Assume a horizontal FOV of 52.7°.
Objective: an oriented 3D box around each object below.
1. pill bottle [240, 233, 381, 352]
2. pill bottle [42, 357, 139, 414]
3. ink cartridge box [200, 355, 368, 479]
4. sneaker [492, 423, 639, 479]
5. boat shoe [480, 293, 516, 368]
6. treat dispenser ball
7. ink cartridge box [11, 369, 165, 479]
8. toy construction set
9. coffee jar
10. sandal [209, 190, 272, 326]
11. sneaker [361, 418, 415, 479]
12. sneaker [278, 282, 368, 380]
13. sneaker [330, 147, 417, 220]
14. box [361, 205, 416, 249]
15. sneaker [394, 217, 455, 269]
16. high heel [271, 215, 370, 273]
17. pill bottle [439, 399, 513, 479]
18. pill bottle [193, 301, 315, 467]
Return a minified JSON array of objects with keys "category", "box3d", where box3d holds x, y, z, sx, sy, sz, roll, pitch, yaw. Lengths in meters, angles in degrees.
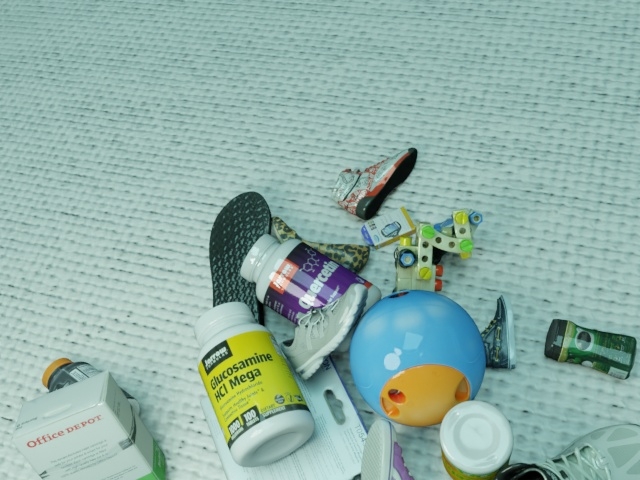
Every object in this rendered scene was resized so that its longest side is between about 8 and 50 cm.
[{"category":"pill bottle","box3d":[-0.027,0.117,1.562,0.323,0.181,0.181,31,69,10]},{"category":"pill bottle","box3d":[-0.573,0.384,1.586,0.245,0.130,0.130,27,68,26]},{"category":"ink cartridge box","box3d":[-0.072,0.443,1.481,0.330,0.071,0.324,-24,57,-7]},{"category":"sneaker","box3d":[0.479,0.474,1.230,0.447,0.257,0.169,-29,58,-6]},{"category":"boat shoe","box3d":[0.411,0.211,1.519,0.083,0.065,0.183,-2,60,9]},{"category":"treat dispenser ball","box3d":[0.204,0.249,1.376,0.288,0.288,0.288,-5,58,9]},{"category":"ink cartridge box","box3d":[-0.499,0.455,1.422,0.211,0.289,0.121,-21,28,-2]},{"category":"toy construction set","box3d":[0.288,0.083,1.563,0.215,0.151,0.328,1,83,-1]},{"category":"coffee jar","box3d":[0.603,0.241,1.452,0.184,0.079,0.096,15,66,19]},{"category":"sandal","box3d":[-0.211,0.088,1.718,0.167,0.107,0.446,-1,72,13]},{"category":"sneaker","box3d":[0.174,0.518,1.345,0.161,0.102,0.282,6,72,-19]},{"category":"sneaker","box3d":[-0.001,0.188,1.412,0.115,0.281,0.105,40,28,6]},{"category":"sneaker","box3d":[0.145,-0.185,1.803,0.145,0.090,0.270,30,68,29]},{"category":"box","box3d":[0.180,-0.031,1.739,0.136,0.028,0.081,-23,57,0]},{"category":"sneaker","box3d":[0.283,0.015,1.672,0.211,0.080,0.081,-30,26,-1]},{"category":"high heel","box3d":[0.000,0.000,1.713,0.186,0.093,0.261,-35,73,-5]},{"category":"pill bottle","box3d":[0.312,0.424,1.304,0.136,0.246,0.136,-6,58,9]},{"category":"pill bottle","box3d":[-0.161,0.308,1.429,0.188,0.188,0.334,-28,57,-5]}]
